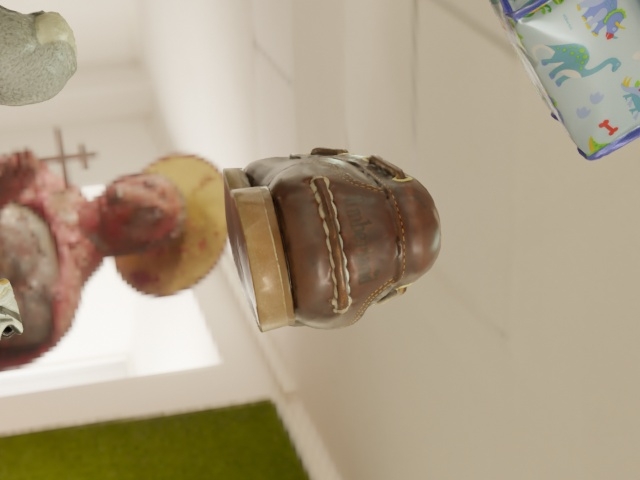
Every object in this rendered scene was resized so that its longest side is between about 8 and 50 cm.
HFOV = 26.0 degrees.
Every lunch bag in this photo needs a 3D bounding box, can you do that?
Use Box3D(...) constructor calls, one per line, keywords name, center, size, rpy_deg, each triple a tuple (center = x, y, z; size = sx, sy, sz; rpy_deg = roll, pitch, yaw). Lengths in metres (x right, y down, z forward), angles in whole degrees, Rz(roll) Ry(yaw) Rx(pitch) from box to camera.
Box3D(name="lunch bag", center=(0.195, -0.144, 0.859), size=(0.129, 0.151, 0.096), rpy_deg=(55, 7, -34))

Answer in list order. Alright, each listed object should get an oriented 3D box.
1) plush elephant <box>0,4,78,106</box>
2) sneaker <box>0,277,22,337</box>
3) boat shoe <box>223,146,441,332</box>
Box3D(name="plush elephant", center=(-0.237, -0.274, 0.783), size=(0.330, 0.255, 0.272), rpy_deg=(43, 8, 28))
Box3D(name="sneaker", center=(-0.189, 0.050, 0.740), size=(0.032, 0.083, 0.037), rpy_deg=(-16, -81, 36))
Box3D(name="boat shoe", center=(0.000, 0.000, 0.556), size=(0.207, 0.073, 0.073), rpy_deg=(-145, -139, -80))
